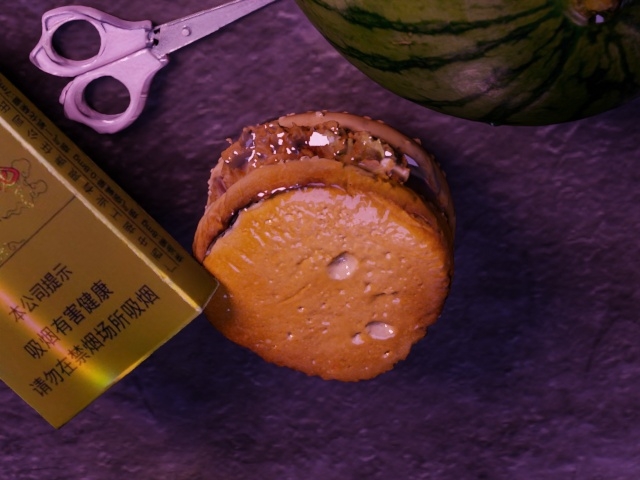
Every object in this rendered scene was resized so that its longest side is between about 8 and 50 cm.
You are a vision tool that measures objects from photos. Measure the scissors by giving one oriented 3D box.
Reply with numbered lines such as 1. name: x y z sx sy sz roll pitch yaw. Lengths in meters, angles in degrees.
1. scissors: -0.098 -0.136 1.269 0.189 0.015 0.100 -20 123 13

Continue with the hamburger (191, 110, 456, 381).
1. hamburger: -0.001 -0.007 1.303 0.182 0.118 0.191 -31 124 20

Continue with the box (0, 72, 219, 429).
1. box: -0.233 -0.025 1.271 0.311 0.043 0.173 45 125 -10

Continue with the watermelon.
1. watermelon: 0.116 -0.187 1.132 0.330 0.189 0.331 1 122 2
